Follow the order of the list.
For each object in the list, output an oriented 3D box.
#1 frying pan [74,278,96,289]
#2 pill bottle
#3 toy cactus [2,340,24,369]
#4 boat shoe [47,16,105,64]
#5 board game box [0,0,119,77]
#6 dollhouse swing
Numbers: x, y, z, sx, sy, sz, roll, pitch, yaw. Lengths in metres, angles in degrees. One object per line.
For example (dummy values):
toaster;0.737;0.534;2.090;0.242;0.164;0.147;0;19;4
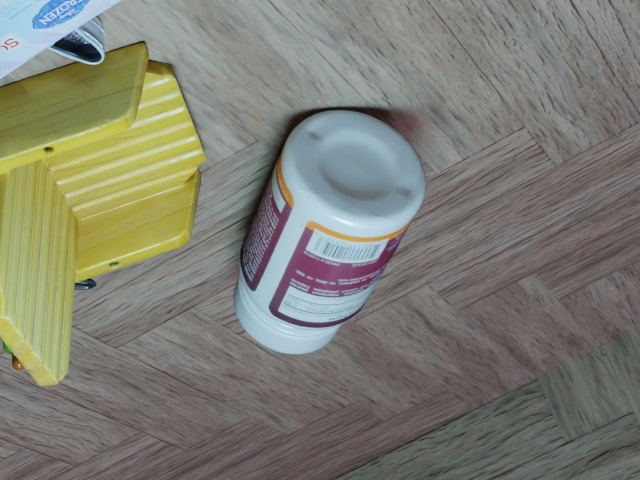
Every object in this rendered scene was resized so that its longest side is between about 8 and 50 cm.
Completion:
frying pan;-0.493;0.015;2.100;0.326;0.053;0.197;-6;145;-19
pill bottle;0.000;0.000;2.200;0.224;0.224;0.392;-5;147;-24
toy cactus;-0.498;0.111;2.235;0.219;0.112;0.180;20;122;-37
boat shoe;-0.337;-0.266;1.732;0.066;0.063;0.184;-32;148;20
board game box;-0.439;-0.277;1.528;0.319;0.066;0.318;-28;148;21
dollhouse swing;-0.295;-0.018;1.924;0.315;0.305;0.347;-18;149;-2
